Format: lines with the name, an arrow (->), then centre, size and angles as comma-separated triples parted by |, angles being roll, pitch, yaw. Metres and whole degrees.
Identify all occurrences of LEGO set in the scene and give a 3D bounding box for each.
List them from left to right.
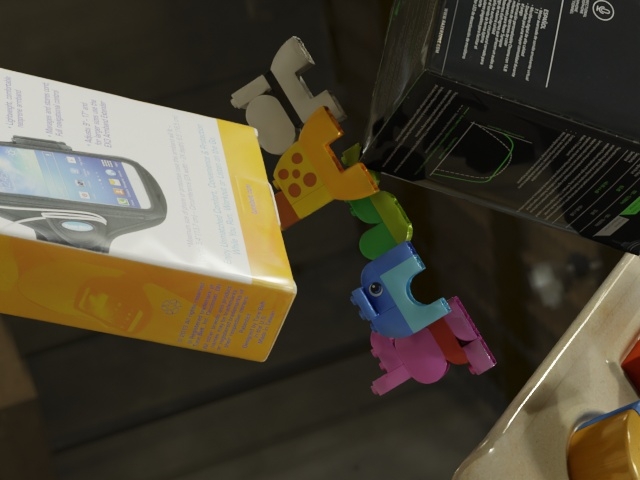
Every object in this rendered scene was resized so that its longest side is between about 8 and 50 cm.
LEGO set -> 0.000, 0.000, 1.037 | 0.227, 0.093, 0.087 | 59, 9, 5

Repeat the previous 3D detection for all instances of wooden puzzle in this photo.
wooden puzzle -> 0.263, 0.184, 1.159 | 0.080, 0.348, 0.322 | -29, -82, 42

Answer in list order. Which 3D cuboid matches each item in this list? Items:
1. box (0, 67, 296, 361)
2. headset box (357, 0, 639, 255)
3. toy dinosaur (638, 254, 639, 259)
box -> -0.078, -0.014, 0.464 | 0.081, 0.136, 0.028 | -105, -149, -54
headset box -> 0.193, -0.130, 1.053 | 0.131, 0.283, 0.246 | 126, -22, -64
toy dinosaur -> 0.170, 0.056, 0.372 | 0.064, 0.212, 0.112 | -50, 141, -77
